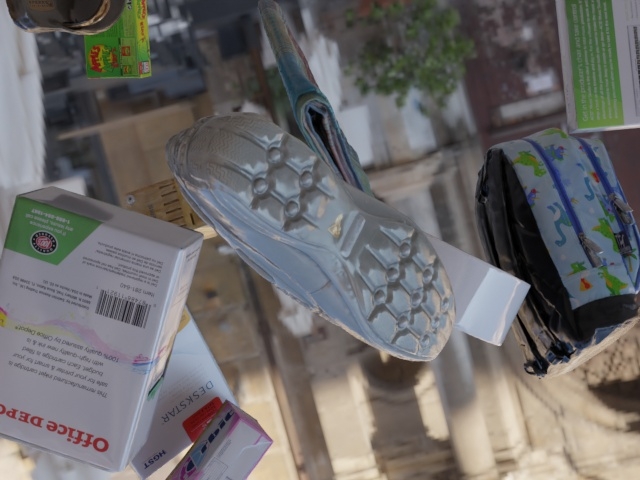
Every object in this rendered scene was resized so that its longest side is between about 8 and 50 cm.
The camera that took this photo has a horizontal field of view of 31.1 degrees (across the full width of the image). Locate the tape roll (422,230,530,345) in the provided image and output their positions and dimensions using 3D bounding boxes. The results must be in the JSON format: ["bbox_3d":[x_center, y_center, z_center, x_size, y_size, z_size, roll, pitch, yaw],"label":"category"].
[{"bbox_3d":[0.150,0.044,1.642,0.286,0.100,0.286,26,-177,-1],"label":"tape roll"}]

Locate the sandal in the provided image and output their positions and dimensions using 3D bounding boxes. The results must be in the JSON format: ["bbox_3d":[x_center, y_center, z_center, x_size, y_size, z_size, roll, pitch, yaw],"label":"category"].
[{"bbox_3d":[-0.310,-0.311,1.461,0.060,0.090,0.219,-16,-177,29],"label":"sandal"}]

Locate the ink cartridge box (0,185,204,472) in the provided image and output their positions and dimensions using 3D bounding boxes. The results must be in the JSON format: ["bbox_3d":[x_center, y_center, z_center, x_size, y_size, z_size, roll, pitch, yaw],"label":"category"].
[{"bbox_3d":[-0.275,0.101,1.342,0.201,0.278,0.117,17,-170,4],"label":"ink cartridge box"}]

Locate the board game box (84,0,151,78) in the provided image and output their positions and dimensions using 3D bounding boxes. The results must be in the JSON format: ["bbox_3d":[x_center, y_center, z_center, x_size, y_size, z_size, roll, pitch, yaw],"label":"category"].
[{"bbox_3d":[-0.316,-0.342,1.770,0.092,0.181,0.043,2,-167,17],"label":"board game box"}]

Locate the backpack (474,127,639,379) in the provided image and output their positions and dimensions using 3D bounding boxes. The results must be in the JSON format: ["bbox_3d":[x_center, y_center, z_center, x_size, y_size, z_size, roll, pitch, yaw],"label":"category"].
[{"bbox_3d":[0.369,0.002,1.808,0.273,0.356,0.290,-29,164,-11],"label":"backpack"}]

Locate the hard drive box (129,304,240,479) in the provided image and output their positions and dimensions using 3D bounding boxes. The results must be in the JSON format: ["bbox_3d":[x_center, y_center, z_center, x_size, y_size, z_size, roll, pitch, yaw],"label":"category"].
[{"bbox_3d":[-0.244,0.192,1.628,0.181,0.232,0.089,-37,-143,-18],"label":"hard drive box"}]

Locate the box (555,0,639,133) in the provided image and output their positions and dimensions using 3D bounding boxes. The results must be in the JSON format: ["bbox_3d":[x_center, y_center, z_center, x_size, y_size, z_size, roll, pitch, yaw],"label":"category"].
[{"bbox_3d":[0.513,-0.286,1.688,0.321,0.232,0.058,-5,178,-3],"label":"box"}]

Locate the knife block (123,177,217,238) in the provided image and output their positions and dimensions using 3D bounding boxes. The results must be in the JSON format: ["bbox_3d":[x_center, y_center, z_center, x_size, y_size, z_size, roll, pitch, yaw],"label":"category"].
[{"bbox_3d":[-0.192,-0.050,1.835,0.275,0.088,0.242,-18,175,19],"label":"knife block"}]

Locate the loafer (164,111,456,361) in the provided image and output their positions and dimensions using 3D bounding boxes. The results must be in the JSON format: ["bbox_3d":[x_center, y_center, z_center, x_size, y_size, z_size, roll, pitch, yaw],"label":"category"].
[{"bbox_3d":[0.000,0.000,0.979,0.111,0.319,0.112,9,-118,51],"label":"loafer"}]

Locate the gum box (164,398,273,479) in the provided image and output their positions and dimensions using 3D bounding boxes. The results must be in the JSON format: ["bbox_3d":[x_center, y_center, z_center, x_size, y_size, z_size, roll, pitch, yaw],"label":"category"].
[{"bbox_3d":[-0.154,0.324,1.599,0.188,0.062,0.107,-53,-164,-4],"label":"gum box"}]

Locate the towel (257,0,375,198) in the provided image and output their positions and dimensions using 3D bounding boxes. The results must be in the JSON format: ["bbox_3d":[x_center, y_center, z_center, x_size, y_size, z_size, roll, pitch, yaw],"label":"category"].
[{"bbox_3d":[0.012,-0.131,1.395,0.040,0.271,0.370,-26,-151,5],"label":"towel"}]
